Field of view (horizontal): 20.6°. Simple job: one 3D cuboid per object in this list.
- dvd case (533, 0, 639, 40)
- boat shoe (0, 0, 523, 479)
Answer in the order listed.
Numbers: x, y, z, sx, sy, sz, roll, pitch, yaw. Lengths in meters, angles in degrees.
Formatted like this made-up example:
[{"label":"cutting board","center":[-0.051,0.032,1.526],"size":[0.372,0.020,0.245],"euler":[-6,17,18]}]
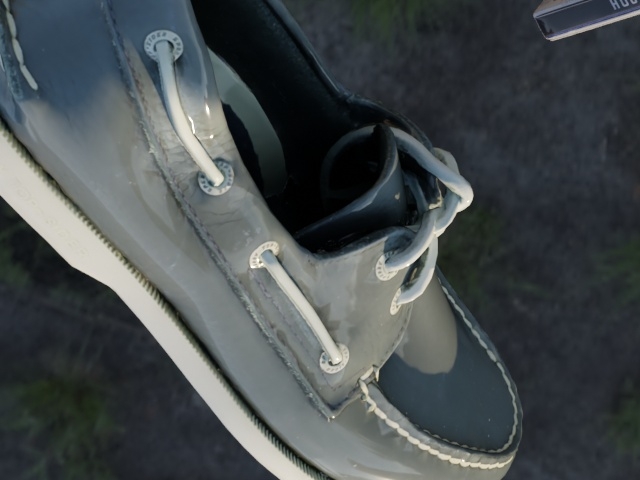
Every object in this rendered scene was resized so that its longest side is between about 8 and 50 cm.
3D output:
[{"label":"dvd case","center":[0.277,-0.220,1.197],"size":[0.238,0.179,0.029],"euler":[-13,119,45]},{"label":"boat shoe","center":[0.000,0.000,0.618],"size":[0.099,0.116,0.319],"euler":[-22,134,27]}]
